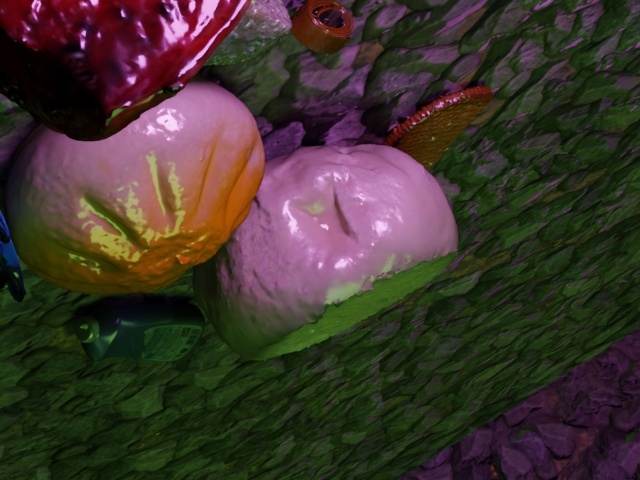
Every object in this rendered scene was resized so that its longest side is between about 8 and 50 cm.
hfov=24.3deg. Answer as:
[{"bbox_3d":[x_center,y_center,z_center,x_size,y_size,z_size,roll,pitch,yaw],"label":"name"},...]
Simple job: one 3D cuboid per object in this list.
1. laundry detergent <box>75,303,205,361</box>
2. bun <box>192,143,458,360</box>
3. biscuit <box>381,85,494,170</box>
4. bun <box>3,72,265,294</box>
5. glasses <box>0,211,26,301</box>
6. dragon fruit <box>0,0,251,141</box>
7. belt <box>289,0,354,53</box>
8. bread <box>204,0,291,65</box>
[{"bbox_3d":[-0.249,0.122,1.983,0.097,0.061,0.206,-40,154,29],"label":"laundry detergent"},{"bbox_3d":[0.000,0.000,1.833,0.360,0.211,0.360,-27,170,-5],"label":"bun"},{"bbox_3d":[0.129,-0.132,1.935,0.126,0.025,0.206,-3,145,-45],"label":"biscuit"},{"bbox_3d":[-0.185,-0.039,1.608,0.299,0.165,0.299,-24,158,-11],"label":"bun"},{"bbox_3d":[-0.373,0.034,1.505,0.207,0.102,0.239,-58,168,-22],"label":"glasses"},{"bbox_3d":[-0.141,-0.215,1.203,0.329,0.286,0.228,-38,166,-25],"label":"dragon fruit"},{"bbox_3d":[0.002,-0.224,1.562,0.036,0.059,0.083,-42,173,31],"label":"belt"},{"bbox_3d":[-0.117,-0.213,1.457,0.232,0.064,0.172,-17,156,-27],"label":"bread"}]
